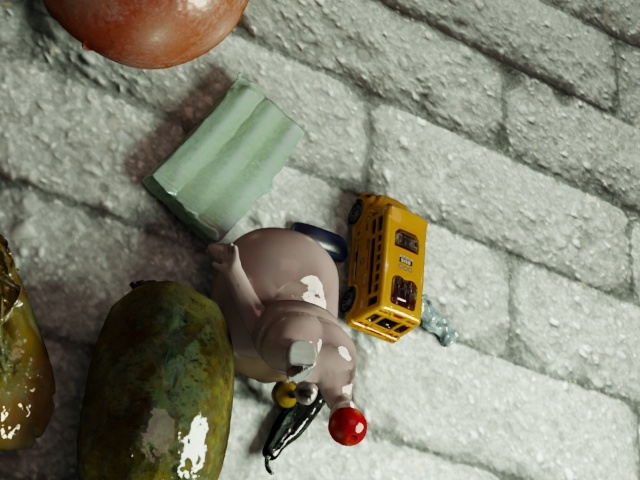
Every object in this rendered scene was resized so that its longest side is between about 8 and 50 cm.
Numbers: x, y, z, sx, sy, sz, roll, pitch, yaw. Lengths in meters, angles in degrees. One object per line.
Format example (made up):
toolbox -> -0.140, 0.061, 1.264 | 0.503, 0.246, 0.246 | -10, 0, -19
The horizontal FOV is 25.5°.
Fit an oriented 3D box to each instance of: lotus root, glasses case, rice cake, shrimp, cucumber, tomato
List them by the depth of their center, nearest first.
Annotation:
shrimp -> -0.339, 0.085, 1.426 | 0.145, 0.061, 0.267 | 15, 57, -42
lotus root -> -0.167, 0.169, 1.457 | 0.160, 0.152, 0.275 | 17, 55, -15
cucumber -> -0.029, 0.209, 1.627 | 0.163, 0.043, 0.039 | -48, 142, -39
tomato -> -0.199, -0.336, 1.638 | 0.265, 0.265, 0.265 | 18, 57, -30
rice cake -> -0.110, -0.101, 1.721 | 0.127, 0.043, 0.237 | 44, 49, -12
glasses case -> 0.000, 0.000, 1.766 | 0.083, 0.023, 0.033 | 20, 59, -29

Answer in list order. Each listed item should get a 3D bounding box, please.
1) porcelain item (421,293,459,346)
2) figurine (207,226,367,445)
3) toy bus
porcelain item -> 0.143, 0.100, 1.823 | 0.083, 0.028, 0.036 | 48, 31, -5
figurine -> -0.045, 0.105, 1.567 | 0.176, 0.186, 0.287 | 8, 28, -30
toy bus -> 0.086, 0.024, 1.776 | 0.083, 0.088, 0.194 | 22, 56, -26
